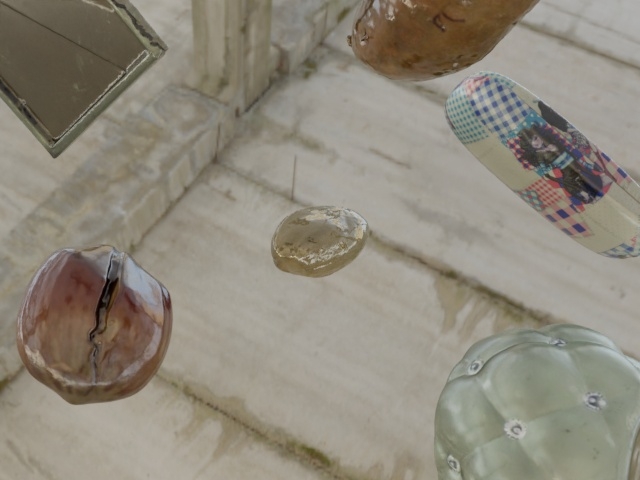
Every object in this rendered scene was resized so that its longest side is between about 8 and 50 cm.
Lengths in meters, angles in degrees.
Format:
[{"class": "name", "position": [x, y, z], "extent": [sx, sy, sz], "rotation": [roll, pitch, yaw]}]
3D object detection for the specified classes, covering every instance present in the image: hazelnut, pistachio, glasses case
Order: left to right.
[{"class": "hazelnut", "position": [-0.310, 0.117, 1.161], "extent": [0.212, 0.181, 0.181], "rotation": [21, -152, -19]}, {"class": "pistachio", "position": [0.000, 0.000, 1.586], "extent": [0.226, 0.136, 0.136], "rotation": [-19, -126, -42]}, {"class": "glasses case", "position": [0.299, -0.093, 1.081], "extent": [0.327, 0.125, 0.076], "rotation": [40, -116, -3]}]

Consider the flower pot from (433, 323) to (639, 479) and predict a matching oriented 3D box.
[{"class": "flower pot", "position": [0.239, 0.206, 0.845], "extent": [0.195, 0.246, 0.246], "rotation": [4, -138, 41]}]

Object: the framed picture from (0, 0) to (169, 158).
[{"class": "framed picture", "position": [-0.298, -0.237, 0.787], "extent": [0.289, 0.213, 0.016], "rotation": [50, -139, -11]}]

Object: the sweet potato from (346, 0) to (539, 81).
[{"class": "sweet potato", "position": [0.118, -0.209, 0.343], "extent": [0.092, 0.341, 0.114], "rotation": [38, -164, 3]}]
